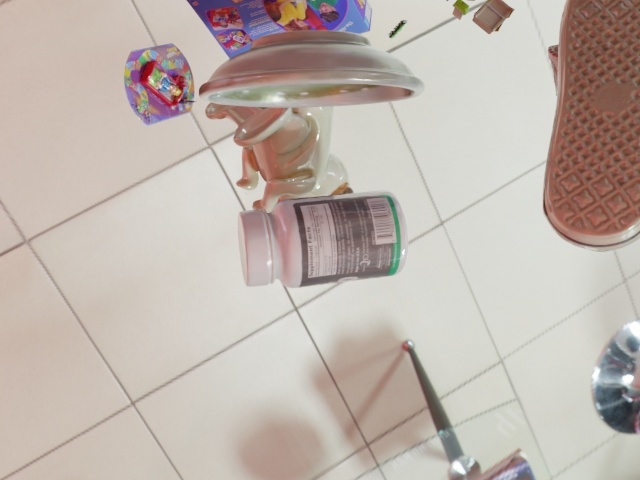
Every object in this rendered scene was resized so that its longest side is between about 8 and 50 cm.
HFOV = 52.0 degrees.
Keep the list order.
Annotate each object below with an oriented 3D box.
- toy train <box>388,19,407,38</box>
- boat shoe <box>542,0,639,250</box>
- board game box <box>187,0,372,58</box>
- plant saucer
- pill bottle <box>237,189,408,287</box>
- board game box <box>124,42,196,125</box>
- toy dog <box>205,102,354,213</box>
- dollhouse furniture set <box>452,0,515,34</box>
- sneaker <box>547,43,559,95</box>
[{"bbox_3d":[0.212,-0.577,1.790,0.023,0.083,0.017,-28,89,-26],"label":"toy train"},{"bbox_3d":[0.409,-0.214,0.874,0.156,0.186,0.501,35,69,-61],"label":"boat shoe"},{"bbox_3d":[-0.091,-0.524,1.441,0.233,0.346,0.078,50,39,-48],"label":"board game box"},{"bbox_3d":[-0.015,-0.302,1.167,0.400,0.400,0.101,-3,96,-16],"label":"plant saucer"},{"bbox_3d":[0.000,0.000,1.498,0.360,0.204,0.204,-6,102,-12],"label":"pill bottle"},{"bbox_3d":[-0.283,-0.290,1.206,0.168,0.033,0.133,-33,120,-49],"label":"board game box"},{"bbox_3d":[-0.065,-0.240,1.775,0.395,0.284,0.408,-41,133,-16],"label":"toy dog"},{"bbox_3d":[0.337,-0.507,1.426,0.151,0.058,0.076,41,81,6],"label":"dollhouse furniture set"},{"bbox_3d":[0.479,-0.315,1.256,0.088,0.225,0.093,2,128,18],"label":"sneaker"}]
